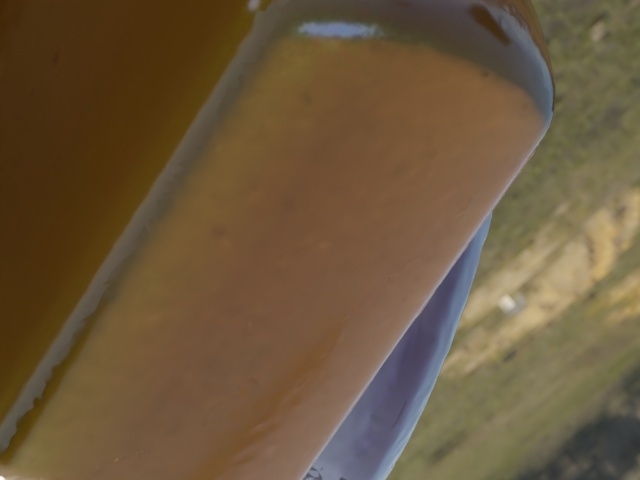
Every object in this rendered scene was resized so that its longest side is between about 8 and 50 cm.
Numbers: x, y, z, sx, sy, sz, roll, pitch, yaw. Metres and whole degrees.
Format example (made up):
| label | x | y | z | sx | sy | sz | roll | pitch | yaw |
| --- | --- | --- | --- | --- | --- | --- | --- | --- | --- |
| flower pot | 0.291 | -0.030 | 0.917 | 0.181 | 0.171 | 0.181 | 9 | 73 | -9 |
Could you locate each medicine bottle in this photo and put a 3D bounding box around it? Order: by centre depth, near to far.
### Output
| label | x | y | z | sx | sy | sz | roll | pitch | yaw |
| --- | --- | --- | --- | --- | --- | --- | --- | --- | --- |
| medicine bottle | -0.024 | -0.054 | 0.474 | 0.112 | 0.149 | 0.222 | 16 | 115 | -44 |

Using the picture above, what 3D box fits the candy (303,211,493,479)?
| label | x | y | z | sx | sy | sz | roll | pitch | yaw |
| --- | --- | --- | --- | --- | --- | --- | --- | --- | --- |
| candy | 0.000 | 0.000 | 0.764 | 0.255 | 0.094 | 0.255 | -161 | -90 | -83 |
